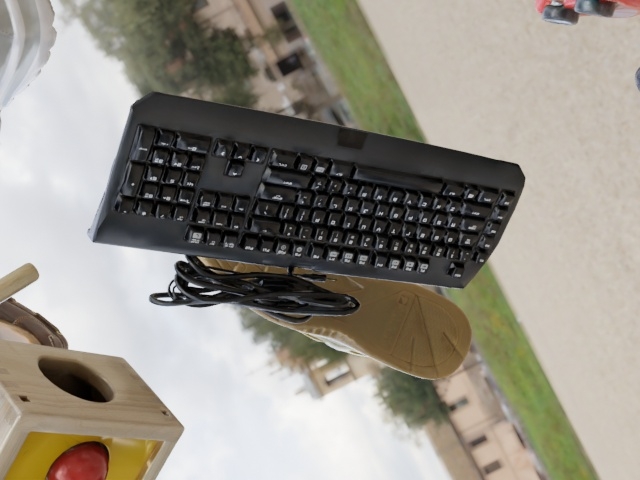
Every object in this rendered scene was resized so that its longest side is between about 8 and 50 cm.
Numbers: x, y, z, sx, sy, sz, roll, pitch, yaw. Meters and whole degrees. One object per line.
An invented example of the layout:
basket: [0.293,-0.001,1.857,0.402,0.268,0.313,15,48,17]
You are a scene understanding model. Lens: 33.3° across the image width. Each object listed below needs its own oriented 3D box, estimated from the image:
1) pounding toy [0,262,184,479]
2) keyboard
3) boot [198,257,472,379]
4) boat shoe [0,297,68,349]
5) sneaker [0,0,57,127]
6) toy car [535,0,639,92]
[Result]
pounding toy: [-0.187,0.112,0.629,0.206,0.181,0.094,17,-163,-49]
keyboard: [0.000,0.000,0.464,0.192,0.100,0.038,8,-147,-26]
boot: [-0.008,0.037,0.965,0.262,0.095,0.203,26,175,-9]
boat shoe: [-0.370,0.084,1.157,0.207,0.073,0.073,30,-162,12]
sneaker: [-0.307,-0.109,0.820,0.115,0.281,0.105,-11,-118,-41]
toy car: [0.180,-0.120,0.506,0.239,0.053,0.225,121,152,-60]
